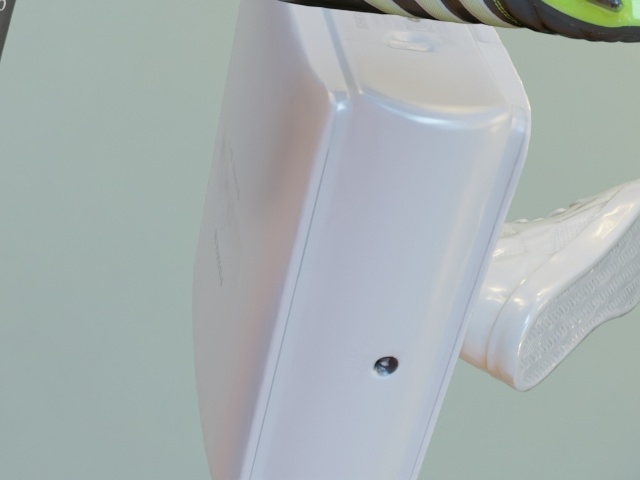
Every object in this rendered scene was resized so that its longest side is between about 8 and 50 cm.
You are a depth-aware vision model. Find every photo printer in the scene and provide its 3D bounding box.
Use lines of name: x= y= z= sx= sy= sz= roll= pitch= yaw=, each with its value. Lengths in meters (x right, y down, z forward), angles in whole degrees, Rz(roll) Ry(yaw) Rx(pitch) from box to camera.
photo printer: x=0.000 y=0.000 z=0.694 sx=0.256 sy=0.107 sz=0.307 roll=-103 pitch=-158 yaw=-52

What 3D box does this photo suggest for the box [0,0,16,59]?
box: x=-0.427 y=-0.226 z=1.057 sx=0.343 sy=0.312 sz=0.179 roll=23 pitch=14 yaw=25

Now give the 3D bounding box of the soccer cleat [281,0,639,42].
soccer cleat: x=0.051 y=-0.098 z=0.439 sx=0.179 sy=0.060 sz=0.072 roll=8 pitch=-1 yaw=6

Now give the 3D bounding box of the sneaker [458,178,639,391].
sneaker: x=0.148 y=0.000 z=0.977 sx=0.169 sy=0.293 sz=0.108 roll=21 pitch=-61 yaw=32
